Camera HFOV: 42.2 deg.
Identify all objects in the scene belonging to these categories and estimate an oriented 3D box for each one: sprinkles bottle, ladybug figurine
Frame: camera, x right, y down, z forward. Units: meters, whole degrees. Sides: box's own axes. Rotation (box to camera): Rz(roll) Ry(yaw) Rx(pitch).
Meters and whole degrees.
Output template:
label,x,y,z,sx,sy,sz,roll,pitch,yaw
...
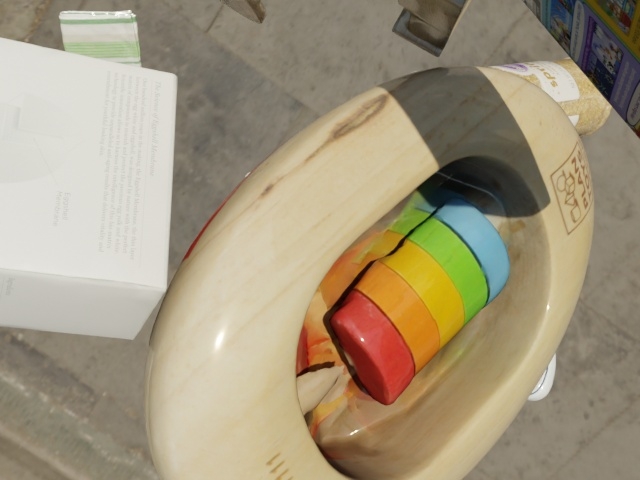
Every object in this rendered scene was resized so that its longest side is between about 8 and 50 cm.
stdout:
label,x,y,z,sx,sy,sz,roll,pitch,yaw
sprinkles bottle,0.245,-0.174,1.097,0.121,0.355,0.121,17,114,45
ladybug figurine,0.045,0.037,0.644,0.162,0.449,0.305,10,129,52

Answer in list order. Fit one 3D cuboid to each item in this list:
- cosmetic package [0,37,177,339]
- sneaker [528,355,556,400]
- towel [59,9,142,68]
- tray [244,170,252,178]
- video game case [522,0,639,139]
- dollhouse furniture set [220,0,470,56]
label,x,y,z,sx,sy,sz,roll,pitch,yaw
cosmetic package,-0.255,-0.046,0.741,0.225,0.224,0.138,9,151,-20
sneaker,0.335,0.145,1.424,0.094,0.258,0.091,-25,143,35
towel,-0.328,-0.278,1.262,0.113,0.023,0.152,0,133,-1
tray,0.000,0.000,1.192,0.145,0.030,0.270,-24,89,16
video game case,0.113,-0.124,0.359,0.023,0.212,0.193,-37,76,9
dollhouse furniture set,0.008,-0.242,0.566,0.242,0.161,0.212,30,95,2
